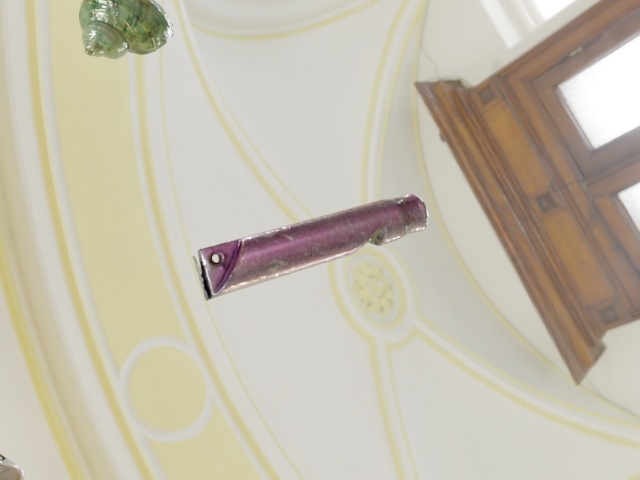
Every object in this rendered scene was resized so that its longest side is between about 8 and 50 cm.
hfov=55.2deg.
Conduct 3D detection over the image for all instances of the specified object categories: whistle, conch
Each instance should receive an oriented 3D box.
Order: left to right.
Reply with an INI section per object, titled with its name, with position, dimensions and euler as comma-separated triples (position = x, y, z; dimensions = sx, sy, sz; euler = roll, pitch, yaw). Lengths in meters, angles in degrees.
[conch]
position = -0.434, -0.469, 1.331
dimensions = 0.176, 0.188, 0.122
euler = 50, -179, -24
[whistle]
position = 0.000, 0.000, 0.417
dimensions = 0.176, 0.033, 0.033
euler = -16, -104, -27

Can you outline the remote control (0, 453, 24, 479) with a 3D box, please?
[remote control]
position = -0.395, 0.310, 0.603
dimensions = 0.073, 0.044, 0.229
euler = 39, -100, -7
